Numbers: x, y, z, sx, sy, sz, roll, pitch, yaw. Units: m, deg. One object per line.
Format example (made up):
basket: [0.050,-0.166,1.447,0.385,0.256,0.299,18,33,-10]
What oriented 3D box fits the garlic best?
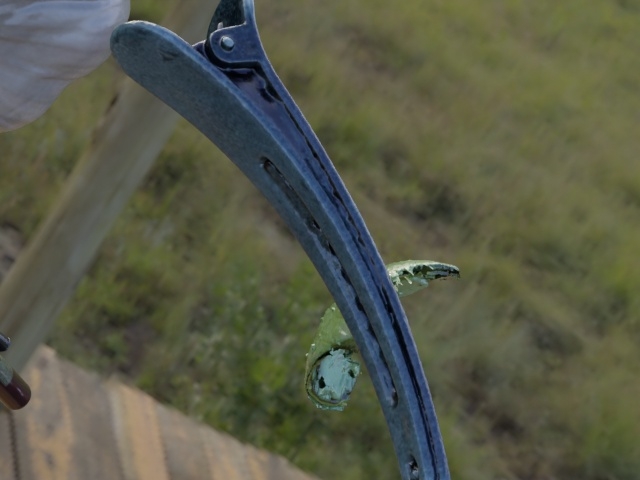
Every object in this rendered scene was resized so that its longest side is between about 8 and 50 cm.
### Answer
garlic: [-0.193,-0.143,0.935,0.143,0.229,0.178,39,23,-31]

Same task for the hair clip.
hair clip: [0.000,0.000,0.750,0.083,0.048,0.275,-27,82,-42]

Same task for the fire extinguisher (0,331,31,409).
fire extinguisher: [-0.299,0.098,1.363,0.035,0.049,0.173,29,-18,26]

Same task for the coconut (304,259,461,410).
coconut: [0.035,0.064,1.176,0.055,0.158,0.133,46,12,17]
